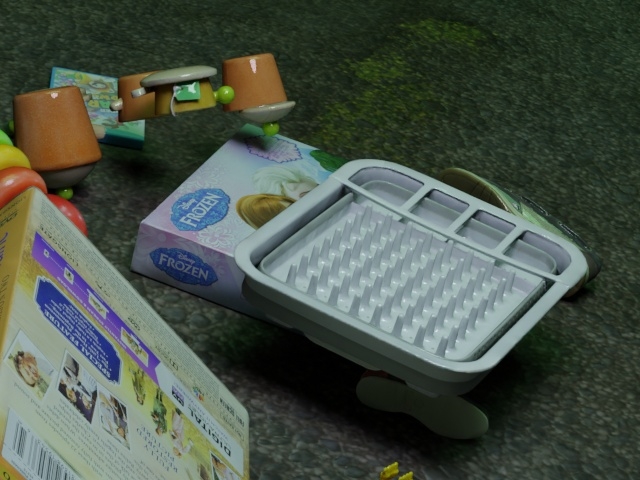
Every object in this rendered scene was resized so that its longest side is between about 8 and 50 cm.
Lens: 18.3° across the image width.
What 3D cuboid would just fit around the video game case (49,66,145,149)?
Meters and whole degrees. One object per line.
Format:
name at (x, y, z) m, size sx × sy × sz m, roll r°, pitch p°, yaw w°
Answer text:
video game case at (-0.272, -0.162, 2.407) m, size 0.119 × 0.015 × 0.166 m, roll 10°, pitch 27°, yaw -10°

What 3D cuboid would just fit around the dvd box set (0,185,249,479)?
dvd box set at (-0.168, 0.169, 1.578) m, size 0.307 × 0.062 × 0.420 m, roll 48°, pitch 17°, yaw -24°

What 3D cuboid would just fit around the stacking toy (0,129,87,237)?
stacking toy at (-0.362, -0.073, 2.071) m, size 0.141 × 0.141 × 0.330 m, roll -14°, pitch 43°, yaw -44°

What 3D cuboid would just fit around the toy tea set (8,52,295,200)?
toy tea set at (-0.195, -0.125, 2.221) m, size 0.336 × 0.124 × 0.200 m, roll -9°, pitch 6°, yaw 6°

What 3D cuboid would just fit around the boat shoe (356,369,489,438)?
boat shoe at (0.104, 0.156, 1.956) m, size 0.137 × 0.049 × 0.043 m, roll 16°, pitch 24°, yaw 13°

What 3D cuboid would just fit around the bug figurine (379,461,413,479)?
bug figurine at (0.061, 0.286, 1.649) m, size 0.216 × 0.072 × 0.279 m, roll 38°, pitch 29°, yaw 26°

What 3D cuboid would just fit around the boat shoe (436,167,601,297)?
boat shoe at (0.230, -0.012, 2.316) m, size 0.223 × 0.080 × 0.073 m, roll 36°, pitch 28°, yaw 27°

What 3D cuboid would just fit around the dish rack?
dish rack at (0.089, 0.042, 1.997) m, size 0.286 × 0.072 × 0.333 m, roll 26°, pitch 30°, yaw 17°

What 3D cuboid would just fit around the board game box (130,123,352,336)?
board game box at (0.000, 0.000, 2.177) m, size 0.318 × 0.066 × 0.318 m, roll 20°, pitch 28°, yaw 10°
